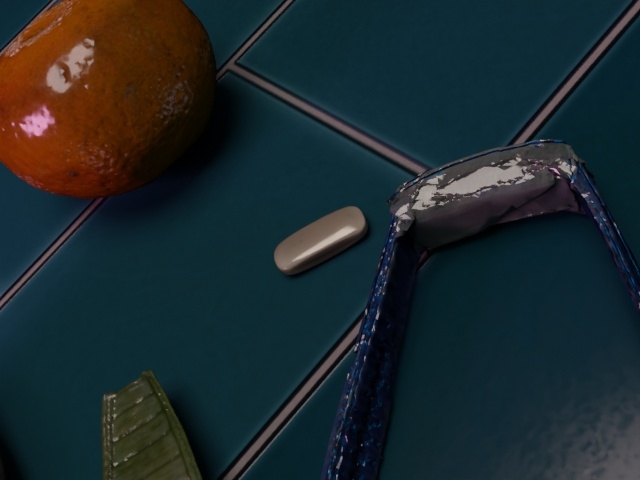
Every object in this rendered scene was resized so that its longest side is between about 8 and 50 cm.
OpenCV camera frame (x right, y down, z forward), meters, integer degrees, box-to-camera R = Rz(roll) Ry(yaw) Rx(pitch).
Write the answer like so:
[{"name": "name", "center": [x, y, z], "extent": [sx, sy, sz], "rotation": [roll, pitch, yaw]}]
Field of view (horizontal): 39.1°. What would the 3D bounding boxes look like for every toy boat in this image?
[{"name": "toy boat", "center": [-0.109, 0.213, 0.614], "extent": [0.093, 0.055, 0.293], "rotation": [-30, 39, 9]}]

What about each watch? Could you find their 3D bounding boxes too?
[{"name": "watch", "center": [0.098, 0.076, 0.623], "extent": [0.276, 0.068, 0.274], "rotation": [-21, 56, 13]}]

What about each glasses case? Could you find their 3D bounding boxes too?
[{"name": "glasses case", "center": [0.000, 0.000, 0.742], "extent": [0.083, 0.021, 0.032], "rotation": [-29, 50, 7]}]

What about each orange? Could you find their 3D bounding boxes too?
[{"name": "orange", "center": [-0.203, -0.138, 0.845], "extent": [0.224, 0.170, 0.224], "rotation": [-28, 30, 18]}]

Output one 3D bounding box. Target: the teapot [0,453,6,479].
[{"name": "teapot", "center": [-0.440, 0.234, 0.681], "extent": [0.344, 0.253, 0.300], "rotation": [-44, 34, 1]}]
